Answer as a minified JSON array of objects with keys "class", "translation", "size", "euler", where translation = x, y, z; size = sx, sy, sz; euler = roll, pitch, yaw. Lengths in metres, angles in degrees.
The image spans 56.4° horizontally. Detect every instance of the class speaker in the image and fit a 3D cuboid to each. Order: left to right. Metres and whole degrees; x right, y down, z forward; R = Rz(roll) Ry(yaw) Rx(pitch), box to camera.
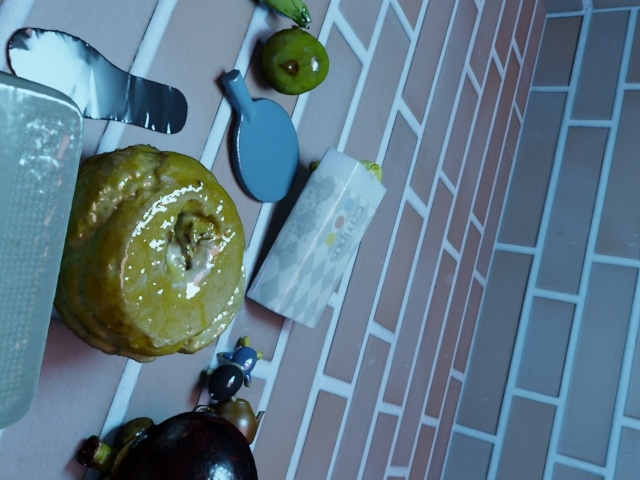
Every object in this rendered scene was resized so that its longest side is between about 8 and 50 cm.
[{"class":"speaker","translation":[-0.403,0.006,0.651],"size":[0.183,0.184,0.406],"euler":[0,104,-62]}]

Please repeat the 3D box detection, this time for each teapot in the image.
[{"class":"teapot","translation":[-0.194,0.383,1.283],"size":[0.173,0.116,0.116],"euler":[16,83,-31]}]

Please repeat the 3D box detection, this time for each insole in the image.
[{"class":"insole","translation":[-0.346,-0.249,0.980],"size":[0.348,0.009,0.119],"euler":[8,92,-58]}]

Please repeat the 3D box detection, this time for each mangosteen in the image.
[{"class":"mangosteen","translation":[-0.253,0.453,1.059],"size":[0.297,0.293,0.297],"euler":[172,-90,-84]}]

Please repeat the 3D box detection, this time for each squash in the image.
[{"class":"squash","translation":[-0.119,-0.546,1.192],"size":[0.341,0.094,0.095],"euler":[47,58,-47]}]

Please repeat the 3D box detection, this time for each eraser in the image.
[{"class":"eraser","translation":[0.000,0.001,1.421],"size":[0.213,0.082,0.397],"euler":[35,83,-54]}]

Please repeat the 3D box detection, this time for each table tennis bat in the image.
[{"class":"table tennis bat","translation":[-0.130,-0.224,1.298],"size":[0.215,0.044,0.329],"euler":[-60,144,-29]}]

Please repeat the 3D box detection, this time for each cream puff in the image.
[{"class":"cream puff","translation":[-0.278,0.019,0.937],"size":[0.343,0.231,0.327],"euler":[41,61,-52]}]

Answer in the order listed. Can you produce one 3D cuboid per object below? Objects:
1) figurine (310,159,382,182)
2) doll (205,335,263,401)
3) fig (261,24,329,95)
[{"class":"figurine","translation":[0.081,-0.158,1.570],"size":[0.156,0.131,0.246],"euler":[-48,150,11]},{"class":"doll","translation":[-0.188,0.283,1.282],"size":[0.102,0.089,0.179],"euler":[48,31,-1]},{"class":"fig","translation":[-0.062,-0.392,1.309],"size":[0.142,0.186,0.148],"euler":[-29,103,-2]}]
